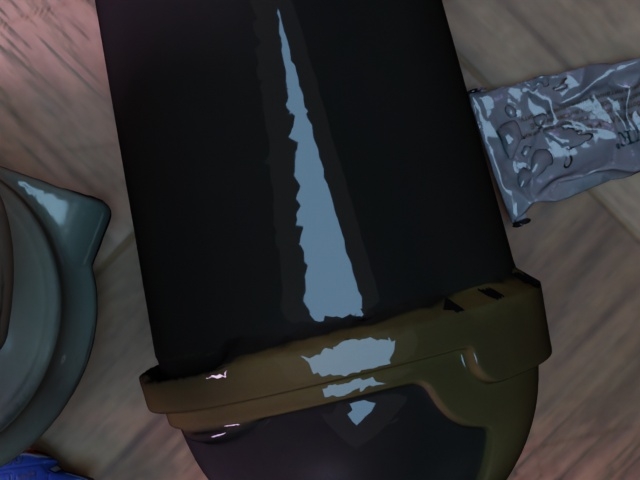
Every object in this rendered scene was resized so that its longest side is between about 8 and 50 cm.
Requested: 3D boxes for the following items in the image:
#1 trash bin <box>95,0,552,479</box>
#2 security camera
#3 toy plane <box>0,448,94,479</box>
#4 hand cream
[{"bbox_3d":[0.000,0.000,0.723,0.214,0.214,0.333,-12,92,-1],"label":"trash bin"},{"bbox_3d":[-0.217,0.032,0.672,0.197,0.277,0.191,21,84,-2],"label":"security camera"},{"bbox_3d":[-0.215,0.145,0.811,0.167,0.054,0.062,-5,70,-2],"label":"toy plane"},{"bbox_3d":[0.219,-0.081,0.804,0.257,0.050,0.084,-16,94,6],"label":"hand cream"}]
